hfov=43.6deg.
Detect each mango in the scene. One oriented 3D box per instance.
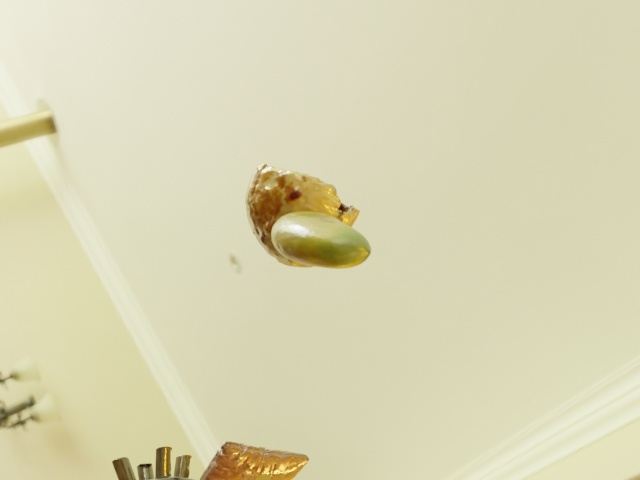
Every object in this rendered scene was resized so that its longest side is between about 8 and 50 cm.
[{"bbox_3d":[-0.007,0.000,1.433,0.237,0.137,0.091,-160,-112,-67],"label":"mango"}]

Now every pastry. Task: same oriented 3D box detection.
[{"bbox_3d":[-0.057,-0.035,1.685,0.236,0.170,0.256,21,-17,-6],"label":"pastry"}]

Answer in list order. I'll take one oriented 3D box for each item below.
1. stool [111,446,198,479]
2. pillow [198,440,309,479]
[{"bbox_3d":[-0.258,0.439,1.372,0.153,0.227,0.139,-47,-134,50],"label":"stool"},{"bbox_3d":[-0.172,0.541,1.785,0.223,0.236,0.084,-57,-143,23],"label":"pillow"}]
